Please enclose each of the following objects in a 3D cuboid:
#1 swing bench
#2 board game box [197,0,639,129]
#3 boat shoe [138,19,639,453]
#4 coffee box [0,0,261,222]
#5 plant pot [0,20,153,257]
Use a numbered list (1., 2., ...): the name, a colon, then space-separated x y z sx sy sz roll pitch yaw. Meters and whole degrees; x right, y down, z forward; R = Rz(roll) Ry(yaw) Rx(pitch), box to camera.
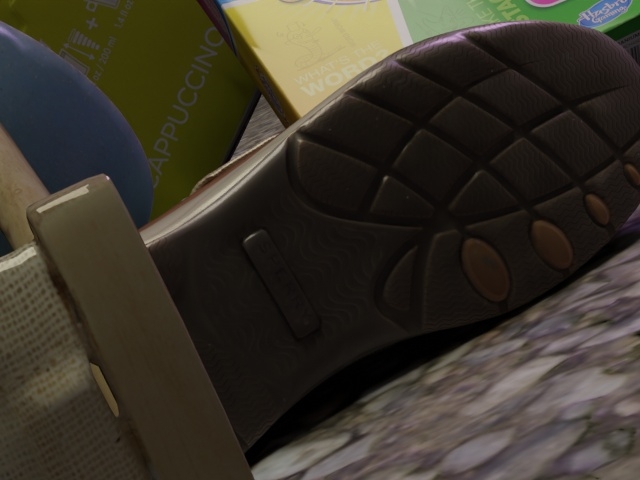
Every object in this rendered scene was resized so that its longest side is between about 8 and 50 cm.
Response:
1. swing bench: -0.152 0.098 0.458 0.253 0.165 0.254 -26 14 -11
2. board game box: 0.057 -0.171 1.237 0.242 0.064 0.316 -27 46 -8
3. boat shoe: 0.000 0.000 0.763 0.324 0.123 0.116 -26 6 -18
4. coffee box: -0.191 -0.223 1.534 0.334 0.338 0.338 -97 33 -82
5. plant pot: -0.251 0.028 0.949 0.290 0.290 0.195 -19 47 36
